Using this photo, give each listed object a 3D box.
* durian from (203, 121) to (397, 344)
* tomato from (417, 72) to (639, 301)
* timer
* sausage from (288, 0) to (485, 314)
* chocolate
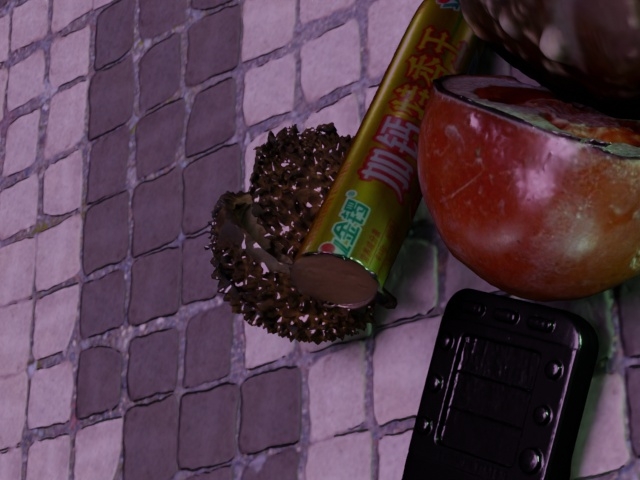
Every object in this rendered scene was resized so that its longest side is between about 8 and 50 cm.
[{"bbox_3d":[0.000,0.000,1.311,0.196,0.167,0.196,14,110,43],"label":"durian"},{"bbox_3d":[0.171,-0.032,1.144,0.214,0.180,0.155,33,113,48],"label":"tomato"},{"bbox_3d":[0.142,0.139,1.173,0.144,0.055,0.187,13,88,49],"label":"timer"},{"bbox_3d":[0.076,-0.100,1.244,0.082,0.082,0.372,-14,39,41],"label":"sausage"},{"bbox_3d":[0.201,-0.252,1.107,0.225,0.210,0.340,-41,41,-4],"label":"chocolate"}]
